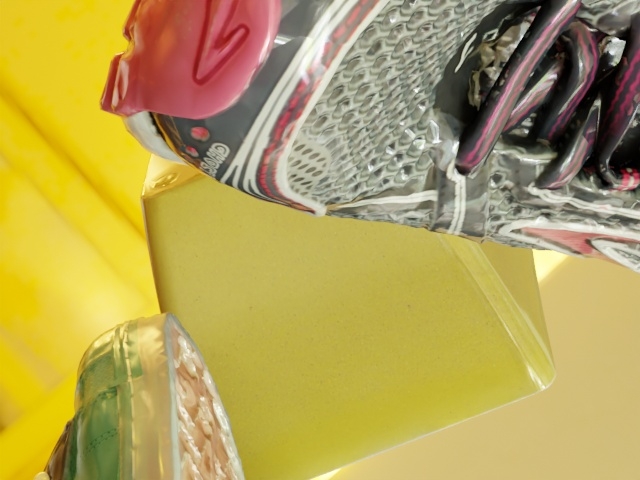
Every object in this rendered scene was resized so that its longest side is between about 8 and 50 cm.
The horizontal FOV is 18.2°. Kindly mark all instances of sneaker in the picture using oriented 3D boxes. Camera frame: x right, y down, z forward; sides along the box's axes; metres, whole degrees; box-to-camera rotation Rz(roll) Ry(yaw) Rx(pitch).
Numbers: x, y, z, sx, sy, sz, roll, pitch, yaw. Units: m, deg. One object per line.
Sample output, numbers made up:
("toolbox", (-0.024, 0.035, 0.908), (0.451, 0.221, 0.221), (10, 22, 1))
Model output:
("sneaker", (-0.088, 0.169, 0.723), (0.108, 0.121, 0.302), (59, 24, -59))
("sneaker", (0.085, -0.039, 0.427), (0.299, 0.121, 0.112), (-1, 47, -46))

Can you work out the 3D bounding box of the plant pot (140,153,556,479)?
("plant pot", (0.000, 0.000, 1.198), (0.212, 0.212, 0.187), (-87, 153, -66))
